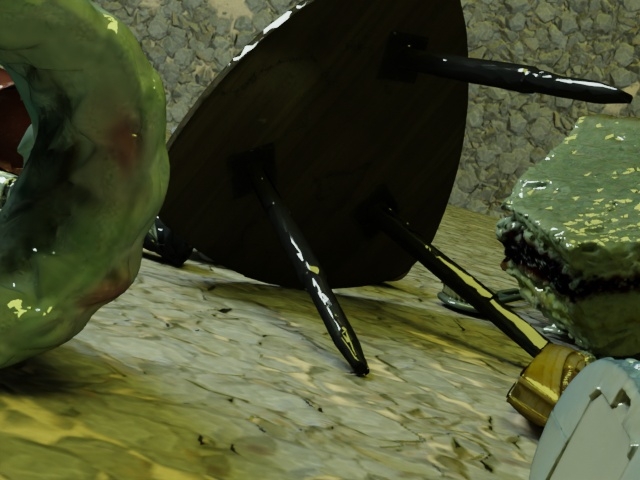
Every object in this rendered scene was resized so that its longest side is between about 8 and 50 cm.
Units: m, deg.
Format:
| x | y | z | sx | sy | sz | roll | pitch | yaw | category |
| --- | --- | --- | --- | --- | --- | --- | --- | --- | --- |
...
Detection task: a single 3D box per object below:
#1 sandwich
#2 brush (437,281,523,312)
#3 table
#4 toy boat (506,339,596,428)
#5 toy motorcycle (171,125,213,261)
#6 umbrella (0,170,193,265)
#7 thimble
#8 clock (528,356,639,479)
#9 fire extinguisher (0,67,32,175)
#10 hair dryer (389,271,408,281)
| x | y | z | sx | sy | sz | roll | pitch | yaw | category |
| --- | --- | --- | --- | --- | --- | --- | --- | --- | --- |
| 0.324 | -0.014 | 1.159 | 0.262 | 0.131 | 0.325 | 7 | 33 | 32 | sandwich |
| 0.189 | 0.057 | 1.248 | 0.062 | 0.027 | 0.266 | 17 | 7 | 23 | brush |
| 0.090 | -0.015 | 0.900 | 0.317 | 0.317 | 0.249 | 9 | 22 | -41 | table |
| 0.158 | 0.098 | 0.760 | 0.049 | 0.047 | 0.149 | 31 | 13 | 15 | toy boat |
| -0.051 | -0.060 | 1.116 | 0.171 | 0.110 | 0.260 | 6 | 24 | 16 | toy motorcycle |
| -0.196 | -0.026 | 0.984 | 0.188 | 0.046 | 0.050 | 16 | -38 | 8 | umbrella |
| -0.187 | -0.040 | 0.545 | 0.211 | 0.185 | 0.149 | -6 | 15 | -30 | thimble |
| 0.152 | 0.108 | 0.404 | 0.144 | 0.103 | 0.231 | 27 | 12 | -3 | clock |
| -0.383 | -0.146 | 1.409 | 0.147 | 0.106 | 0.337 | 40 | -6 | -29 | fire extinguisher |
| 0.000 | 0.000 | 1.213 | 0.117 | 0.064 | 0.182 | 8 | 2 | -38 | hair dryer |
